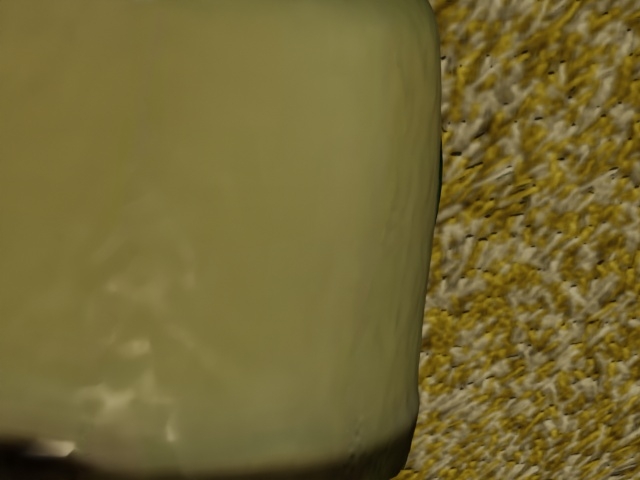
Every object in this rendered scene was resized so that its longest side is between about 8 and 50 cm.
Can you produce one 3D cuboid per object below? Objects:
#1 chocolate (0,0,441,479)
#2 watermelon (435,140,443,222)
[{"bbox_3d":[-0.099,-0.043,0.680,0.314,0.297,0.326,2,-177,-37],"label":"chocolate"},{"bbox_3d":[0.020,0.009,0.888,0.128,0.146,0.231,-6,138,-10],"label":"watermelon"}]
